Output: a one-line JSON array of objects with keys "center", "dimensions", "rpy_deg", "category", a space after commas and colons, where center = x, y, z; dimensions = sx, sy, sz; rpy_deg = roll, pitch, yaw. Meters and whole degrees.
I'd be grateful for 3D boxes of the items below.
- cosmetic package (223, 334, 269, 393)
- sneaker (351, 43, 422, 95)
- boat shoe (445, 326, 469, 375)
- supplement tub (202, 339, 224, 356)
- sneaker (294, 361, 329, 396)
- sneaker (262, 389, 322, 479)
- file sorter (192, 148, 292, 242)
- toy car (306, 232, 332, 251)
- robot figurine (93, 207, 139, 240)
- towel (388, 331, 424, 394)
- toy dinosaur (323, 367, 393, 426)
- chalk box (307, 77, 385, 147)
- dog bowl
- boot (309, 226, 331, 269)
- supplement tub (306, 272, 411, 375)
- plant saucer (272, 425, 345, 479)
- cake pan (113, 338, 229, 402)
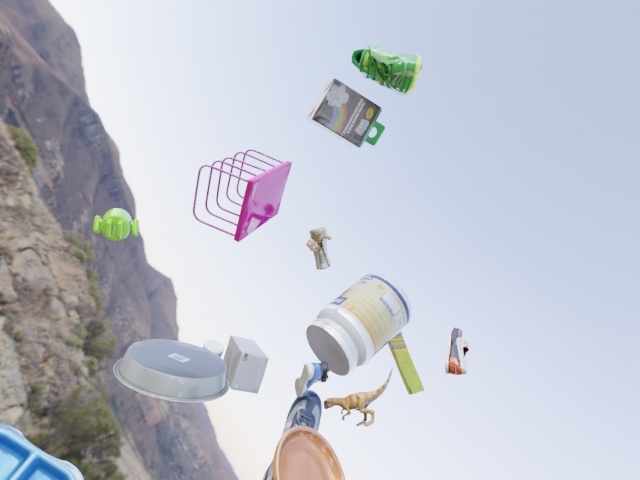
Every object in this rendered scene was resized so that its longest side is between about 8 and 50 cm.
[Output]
[{"center": [-0.264, 0.419, 1.444], "dimensions": [0.238, 0.107, 0.127], "rpy_deg": [11, -98, 67], "category": "cosmetic package"}, {"center": [0.171, -0.468, 1.152], "dimensions": [0.295, 0.123, 0.110], "rpy_deg": [-129, -135, -55], "category": "sneaker"}, {"center": [0.296, 0.236, 0.903], "dimensions": [0.043, 0.137, 0.049], "rpy_deg": [-5, -66, 25], "category": "boat shoe"}, {"center": [-0.377, 0.399, 1.431], "dimensions": [0.071, 0.071, 0.107], "rpy_deg": [38, -69, 39], "category": "supplement tub"}, {"center": [-0.021, 0.415, 1.255], "dimensions": [0.058, 0.084, 0.152], "rpy_deg": [-115, -144, -45], "category": "sneaker"}, {"center": [-0.068, 0.603, 1.234], "dimensions": [0.112, 0.319, 0.131], "rpy_deg": [23, -19, -5], "category": "sneaker"}, {"center": [-0.250, -0.164, 1.355], "dimensions": [0.182, 0.291, 0.202], "rpy_deg": [23, -64, 10], "category": "file sorter"}, {"center": [0.000, 0.000, 1.644], "dimensions": [0.040, 0.122, 0.060], "rpy_deg": [30, -32, 37], "category": "toy car"}, {"center": [-0.503, -0.041, 1.037], "dimensions": [0.115, 0.101, 0.067], "rpy_deg": [-138, -126, -62], "category": "robot figurine"}, {"center": [0.322, 0.458, 1.596], "dimensions": [0.021, 0.102, 0.237], "rpy_deg": [-40, -121, 37], "category": "towel"}, {"center": [0.112, 0.423, 1.106], "dimensions": [0.064, 0.211, 0.113], "rpy_deg": [81, -8, -76], "category": "toy dinosaur"}, {"center": [0.087, -0.363, 1.250], "dimensions": [0.212, 0.133, 0.132], "rpy_deg": [28, 10, -16], "category": "chalk box"}, {"center": [-0.619, 0.489, 0.841], "dimensions": [0.297, 0.166, 0.074], "rpy_deg": [38, -42, -7], "category": "dog bowl"}, {"center": [0.001, 0.039, 1.808], "dimensions": [0.213, 0.077, 0.165], "rpy_deg": [95, -15, -77], "category": "boot"}, {"center": [0.129, 0.274, 1.402], "dimensions": [0.228, 0.316, 0.229], "rpy_deg": [32, -41, 33], "category": "supplement tub"}, {"center": [-0.024, 0.472, 0.827], "dimensions": [0.037, 0.200, 0.200], "rpy_deg": [-38, -102, 23], "category": "plant saucer"}, {"center": [-0.373, 0.328, 1.091], "dimensions": [0.293, 0.293, 0.054], "rpy_deg": [18, -88, 54], "category": "cake pan"}]
